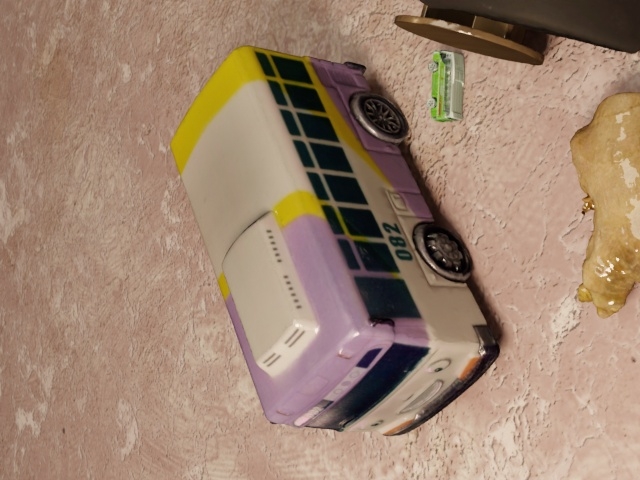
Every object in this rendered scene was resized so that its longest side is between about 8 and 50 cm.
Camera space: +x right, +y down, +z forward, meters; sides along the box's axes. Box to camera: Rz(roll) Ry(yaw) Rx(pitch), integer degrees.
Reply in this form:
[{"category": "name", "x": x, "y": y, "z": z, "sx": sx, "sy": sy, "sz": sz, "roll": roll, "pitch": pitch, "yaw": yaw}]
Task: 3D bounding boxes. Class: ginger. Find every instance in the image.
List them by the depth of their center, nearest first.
[{"category": "ginger", "x": 0.301, "y": -0.032, "z": 0.995, "sx": 0.137, "sy": 0.074, "sz": 0.213, "roll": -8, "pitch": 77, "yaw": 59}]

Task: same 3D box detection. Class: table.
[{"category": "table", "x": 0.189, "y": -0.318, "z": 1.095, "sx": 0.167, "sy": 0.167, "sz": 0.227, "roll": 24, "pitch": 100, "yaw": 48}]

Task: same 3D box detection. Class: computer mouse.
[{"category": "computer mouse", "x": 0.213, "y": -0.284, "z": 0.976, "sx": 0.100, "sy": 0.269, "sz": 0.170, "roll": -145, "pitch": 67, "yaw": -79}]

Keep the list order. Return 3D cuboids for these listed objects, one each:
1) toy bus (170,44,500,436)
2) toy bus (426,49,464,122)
[{"category": "toy bus", "x": 0.000, "y": 0.000, "z": 1.211, "sx": 0.209, "sy": 0.249, "sz": 0.440, "roll": -47, "pitch": 53, "yaw": 37}, {"category": "toy bus", "x": 0.149, "y": -0.183, "z": 1.222, "sx": 0.037, "sy": 0.031, "sz": 0.083, "roll": 1, "pitch": 87, "yaw": 43}]
